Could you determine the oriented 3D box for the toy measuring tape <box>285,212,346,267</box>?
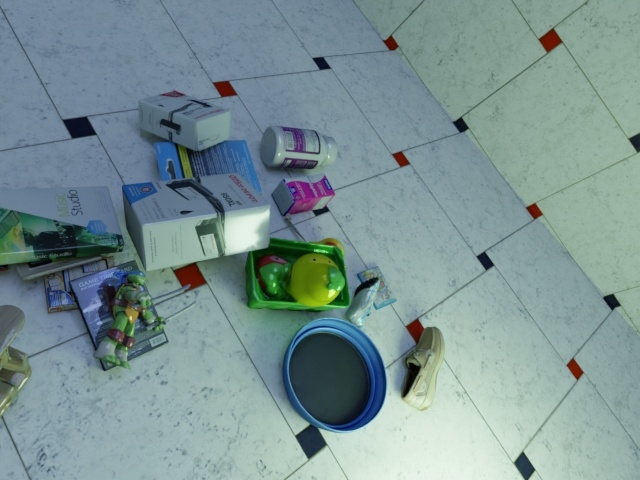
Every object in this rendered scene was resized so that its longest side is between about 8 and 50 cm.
[{"bbox_3d":[0.000,0.000,1.916,0.121,0.121,0.330,-28,74,-40],"label":"toy measuring tape"}]

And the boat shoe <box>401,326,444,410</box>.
[{"bbox_3d":[0.386,0.464,1.857,0.110,0.122,0.341,30,51,-13],"label":"boat shoe"}]

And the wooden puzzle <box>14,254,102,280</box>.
[{"bbox_3d":[-0.796,-0.005,1.434,0.221,0.044,0.238,-20,60,-41],"label":"wooden puzzle"}]

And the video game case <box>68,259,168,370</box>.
[{"bbox_3d":[-0.587,0.214,1.433,0.196,0.026,0.274,-22,88,-39],"label":"video game case"}]

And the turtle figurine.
[{"bbox_3d":[-0.489,0.225,1.363,0.275,0.198,0.266,27,66,-23],"label":"turtle figurine"}]

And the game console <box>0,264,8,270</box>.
[{"bbox_3d":[-0.938,0.045,1.330,0.144,0.124,0.085,-4,90,-33],"label":"game console"}]

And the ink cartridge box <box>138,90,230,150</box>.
[{"bbox_3d":[-0.497,-0.444,1.797,0.273,0.114,0.197,24,35,18],"label":"ink cartridge box"}]

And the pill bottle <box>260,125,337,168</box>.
[{"bbox_3d":[-0.086,-0.389,2.072,0.302,0.169,0.169,-1,63,-33],"label":"pill bottle"}]

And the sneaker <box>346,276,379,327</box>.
[{"bbox_3d":[0.173,0.237,1.900,0.086,0.085,0.237,54,48,-23],"label":"sneaker"}]

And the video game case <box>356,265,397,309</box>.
[{"bbox_3d":[0.232,0.193,2.004,0.119,0.015,0.166,-16,71,-38],"label":"video game case"}]

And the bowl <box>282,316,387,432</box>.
[{"bbox_3d":[0.048,0.461,1.680,0.392,0.077,0.390,15,54,-23],"label":"bowl"}]

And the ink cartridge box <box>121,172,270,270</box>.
[{"bbox_3d":[-0.393,-0.076,1.554,0.395,0.166,0.285,-11,35,-29],"label":"ink cartridge box"}]

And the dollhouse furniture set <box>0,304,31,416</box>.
[{"bbox_3d":[-0.843,0.173,1.119,0.394,0.362,0.256,27,51,-9],"label":"dollhouse furniture set"}]

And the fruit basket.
[{"bbox_3d":[-0.053,0.114,1.647,0.393,0.392,0.282,8,58,-28],"label":"fruit basket"}]

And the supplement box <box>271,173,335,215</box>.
[{"bbox_3d":[-0.067,-0.189,1.995,0.220,0.114,0.111,-14,69,-39],"label":"supplement box"}]

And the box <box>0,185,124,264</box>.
[{"bbox_3d":[-0.768,-0.054,1.426,0.322,0.058,0.232,-8,58,-35],"label":"box"}]

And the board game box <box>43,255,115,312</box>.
[{"bbox_3d":[-0.705,0.127,1.444,0.194,0.045,0.146,-4,64,-34],"label":"board game box"}]

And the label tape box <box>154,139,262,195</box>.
[{"bbox_3d":[-0.420,-0.239,1.806,0.348,0.115,0.249,-8,66,-25],"label":"label tape box"}]
